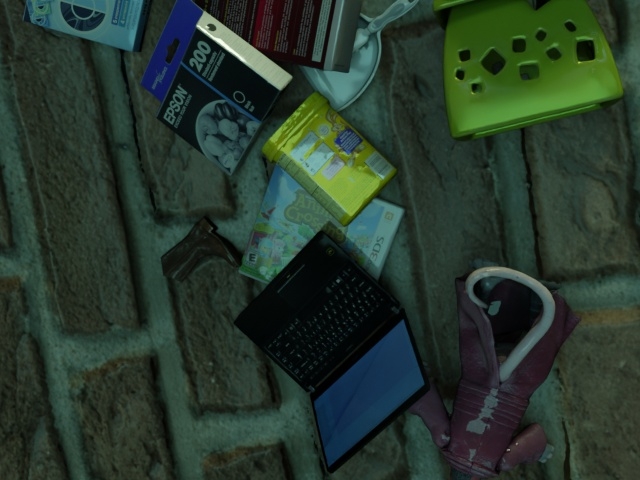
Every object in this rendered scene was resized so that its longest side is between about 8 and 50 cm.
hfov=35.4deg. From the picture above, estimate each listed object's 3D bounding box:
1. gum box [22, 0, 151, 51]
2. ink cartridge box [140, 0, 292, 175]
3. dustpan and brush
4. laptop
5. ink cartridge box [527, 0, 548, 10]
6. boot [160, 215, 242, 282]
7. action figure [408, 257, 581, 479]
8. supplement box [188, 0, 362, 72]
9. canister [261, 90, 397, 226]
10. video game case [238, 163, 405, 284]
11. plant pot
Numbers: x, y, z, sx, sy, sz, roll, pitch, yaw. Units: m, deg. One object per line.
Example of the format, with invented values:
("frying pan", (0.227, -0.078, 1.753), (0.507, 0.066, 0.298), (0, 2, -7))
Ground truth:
("gum box", (-0.350, -0.389, 1.537), (0.184, 0.041, 0.157), (17, 103, 7))
("ink cartridge box", (-0.169, -0.228, 1.487), (0.208, 0.045, 0.206), (38, 137, 2))
("dustpan and brush", (0.058, -0.299, 1.472), (0.211, 0.060, 0.147), (-33, 94, 14))
("laptop", (0.008, 0.168, 1.507), (0.264, 0.136, 0.234), (43, 117, -1))
("ink cartridge box", (0.237, -0.486, 1.257), (0.176, 0.069, 0.371), (-34, 78, 7))
("boot", (-0.192, 0.035, 1.586), (0.114, 0.037, 0.106), (-44, 70, 11))
("action figure", (0.260, 0.228, 1.442), (0.248, 0.276, 0.370), (16, 89, 1))
("supplement box", (-0.066, -0.328, 1.456), (0.239, 0.073, 0.130), (16, 103, 21))
("canister", (0.015, -0.119, 1.493), (0.170, 0.073, 0.126), (44, 93, 4))
("video game case", (0.000, 0.000, 1.558), (0.212, 0.023, 0.193), (22, 103, 6))
("plant pot", (0.271, -0.260, 1.365), (0.227, 0.228, 0.207), (-13, 90, 12))
